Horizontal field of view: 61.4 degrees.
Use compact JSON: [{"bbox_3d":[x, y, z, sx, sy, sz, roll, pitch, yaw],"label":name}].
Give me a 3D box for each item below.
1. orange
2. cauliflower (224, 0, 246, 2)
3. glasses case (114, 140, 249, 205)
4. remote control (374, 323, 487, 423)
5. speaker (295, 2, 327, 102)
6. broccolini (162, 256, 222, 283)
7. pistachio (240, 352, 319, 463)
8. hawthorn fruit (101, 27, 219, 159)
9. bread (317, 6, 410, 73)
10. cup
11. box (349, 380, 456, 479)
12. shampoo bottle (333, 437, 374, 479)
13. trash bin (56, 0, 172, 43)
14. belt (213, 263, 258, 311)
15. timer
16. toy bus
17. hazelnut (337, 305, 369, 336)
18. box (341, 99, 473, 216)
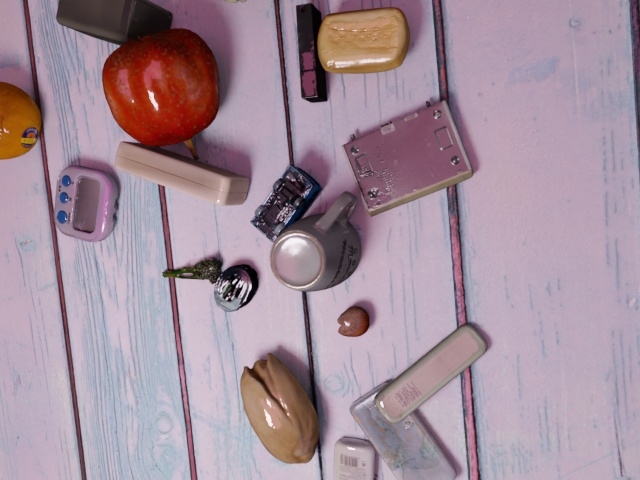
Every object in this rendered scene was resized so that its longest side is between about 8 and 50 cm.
[{"bbox_3d":[-0.916,-0.343,1.550,0.219,0.193,0.220,1,104,5],"label":"orange"},{"bbox_3d":[-0.125,-0.677,1.231,0.260,0.281,0.327,40,90,-22],"label":"cauliflower"},{"bbox_3d":[-0.361,-0.176,1.413,0.336,0.144,0.076,20,101,16],"label":"glasses case"},{"bbox_3d":[0.262,0.321,1.292,0.309,0.038,0.090,-42,79,7],"label":"remote control"},{"bbox_3d":[-0.023,-0.451,1.311,0.044,0.082,0.218,-3,95,18],"label":"speaker"},{"bbox_3d":[-0.362,0.093,1.482,0.201,0.058,0.074,-9,86,17],"label":"broccolini"},{"bbox_3d":[-0.103,0.439,1.383,0.162,0.181,0.293,-31,88,-20],"label":"pistachio"},{"bbox_3d":[-0.378,-0.353,1.358,0.286,0.287,0.331,-10,118,18],"label":"hawthorn fruit"},{"bbox_3d":[0.102,-0.462,1.261,0.217,0.098,0.148,5,96,15],"label":"bread"},{"bbox_3d":[0.000,0.000,1.269,0.186,0.234,0.258,32,101,12],"label":"cup"},{"bbox_3d":[0.204,0.500,1.350,0.142,0.044,0.285,-39,82,21],"label":"box"},{"bbox_3d":[0.085,0.626,1.393,0.107,0.051,0.221,3,96,17],"label":"shampoo bottle"},{"bbox_3d":[-0.546,-0.584,1.423,0.240,0.164,0.122,18,100,16],"label":"trash bin"},{"bbox_3d":[-0.228,0.126,1.442,0.105,0.058,0.140,34,105,12],"label":"belt"},{"bbox_3d":[-0.676,-0.106,1.559,0.190,0.069,0.209,14,98,16],"label":"timer"},{"bbox_3d":[-0.082,-0.094,1.350,0.090,0.106,0.185,43,111,13],"label":"toy bus"},{"bbox_3d":[0.080,0.202,1.342,0.086,0.086,0.087,2,96,18],"label":"hazelnut"},{"bbox_3d":[0.202,-0.197,1.282,0.270,0.045,0.211,-20,90,18],"label":"box"}]
